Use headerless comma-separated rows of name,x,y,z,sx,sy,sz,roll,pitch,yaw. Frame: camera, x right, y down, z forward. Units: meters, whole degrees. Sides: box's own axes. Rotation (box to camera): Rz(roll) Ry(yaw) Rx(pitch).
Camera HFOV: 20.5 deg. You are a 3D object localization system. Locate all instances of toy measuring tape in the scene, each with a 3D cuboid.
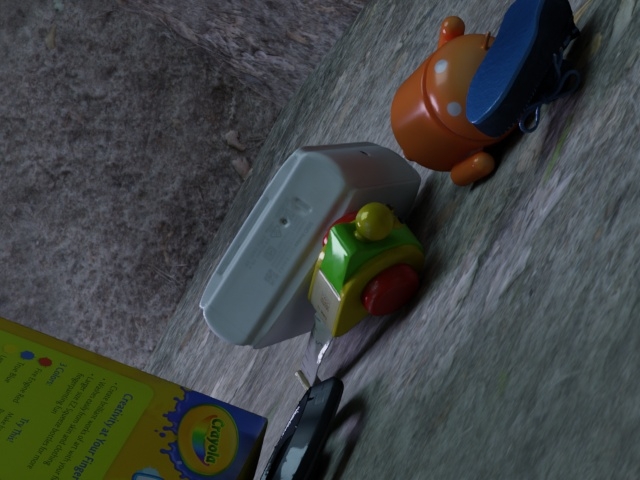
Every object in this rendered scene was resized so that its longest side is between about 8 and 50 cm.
toy measuring tape,0.048,0.063,2.017,0.330,0.121,0.121,104,-172,-51

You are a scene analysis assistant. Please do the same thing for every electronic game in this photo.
electronic game,-0.032,0.251,1.906,0.229,0.048,0.229,-64,2,0

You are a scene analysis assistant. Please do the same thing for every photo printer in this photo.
photo printer,0.000,0.000,2.160,0.256,0.107,0.307,-57,-15,15

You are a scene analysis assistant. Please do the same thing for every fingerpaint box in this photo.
fingerpaint box,-0.302,0.303,1.795,0.445,0.371,0.163,-62,-10,-55

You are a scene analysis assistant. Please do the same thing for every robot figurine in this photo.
robot figurine,0.157,-0.156,1.991,0.158,0.128,0.219,-62,9,-24

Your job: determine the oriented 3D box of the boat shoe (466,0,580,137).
boat shoe,0.229,-0.184,1.841,0.109,0.089,0.258,-32,20,43
